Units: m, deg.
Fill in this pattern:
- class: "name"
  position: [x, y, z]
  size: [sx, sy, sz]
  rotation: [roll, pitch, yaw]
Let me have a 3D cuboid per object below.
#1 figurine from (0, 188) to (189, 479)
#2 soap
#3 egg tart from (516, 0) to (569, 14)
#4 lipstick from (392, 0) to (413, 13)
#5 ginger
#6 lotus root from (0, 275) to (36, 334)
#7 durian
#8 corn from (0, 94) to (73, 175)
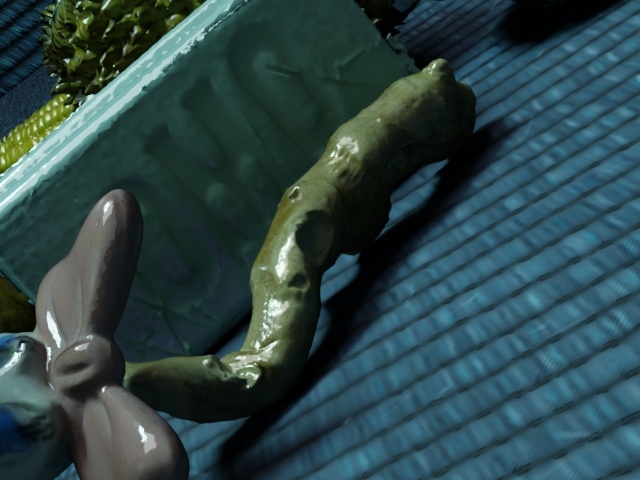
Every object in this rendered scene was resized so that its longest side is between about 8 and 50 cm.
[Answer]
- class: "figurine"
  position: [-0.209, 0.127, 0.915]
  size: [0.193, 0.154, 0.421]
  rotation: [-2, -23, -31]
- class: "soap"
  position: [-0.064, -0.040, 1.060]
  size: [0.261, 0.150, 0.094]
  rotation: [-42, 20, -8]
- class: "egg tart"
  position: [0.161, -0.216, 1.141]
  size: [0.234, 0.094, 0.234]
  rotation: [-34, 17, 12]
- class: "lipstick"
  position: [0.018, -0.179, 1.497]
  size: [0.141, 0.040, 0.040]
  rotation: [-27, 19, 42]
- class: "ginger"
  position: [0.000, 0.000, 0.945]
  size: [0.288, 0.075, 0.089]
  rotation: [-51, -14, -34]
- class: "lotus root"
  position: [-0.246, 0.083, 1.167]
  size: [0.145, 0.128, 0.260]
  rotation: [-19, 0, 23]
- class: "durian"
  position: [-0.066, -0.153, 1.274]
  size: [0.258, 0.258, 0.293]
  rotation: [-41, 4, -5]
- class: "corn"
  position: [-0.230, -0.082, 1.695]
  size: [0.318, 0.115, 0.115]
  rotation: [-31, 17, 31]
